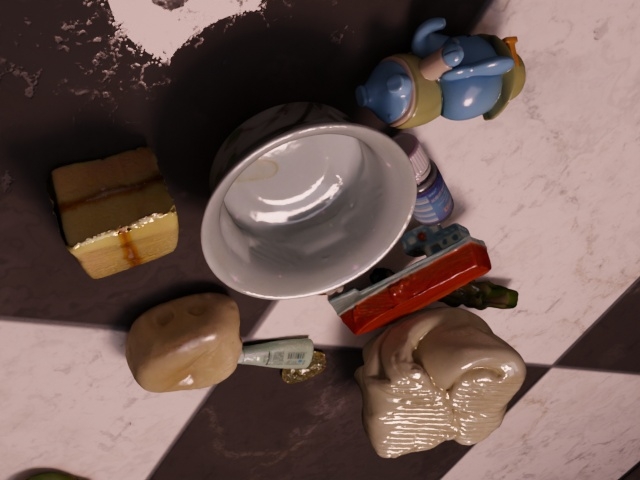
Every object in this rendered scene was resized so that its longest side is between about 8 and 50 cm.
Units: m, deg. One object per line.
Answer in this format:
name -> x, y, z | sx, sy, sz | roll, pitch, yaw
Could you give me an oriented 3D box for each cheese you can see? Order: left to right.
cheese -> -0.242, 0.198, 1.622 | 0.235, 0.117, 0.218 | -35, 142, 14

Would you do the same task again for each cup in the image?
cup -> -0.038, -0.083, 1.384 | 0.347, 0.163, 0.347 | -14, 136, -14

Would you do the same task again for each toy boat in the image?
toy boat -> 0.160, 0.067, 1.714 | 0.332, 0.133, 0.145 | -31, 161, 22

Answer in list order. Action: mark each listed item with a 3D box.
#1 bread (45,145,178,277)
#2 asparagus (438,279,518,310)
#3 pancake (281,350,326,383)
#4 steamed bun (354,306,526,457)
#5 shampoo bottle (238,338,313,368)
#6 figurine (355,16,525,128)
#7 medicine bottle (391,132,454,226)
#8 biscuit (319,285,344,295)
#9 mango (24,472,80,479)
bread -> -0.293, 0.008, 1.346 | 0.168, 0.163, 0.264 | -21, 141, -10
asparagus -> 0.320, 0.113, 1.892 | 0.287, 0.080, 0.080 | 9, 129, -44
pancake -> -0.036, 0.275, 1.904 | 0.108, 0.017, 0.108 | -16, 139, -14
steamed bun -> 0.235, 0.285, 1.884 | 0.343, 0.255, 0.367 | 1, 130, -11
shampoo bottle -> -0.107, 0.235, 1.798 | 0.191, 0.041, 0.069 | 2, 118, -30
figurine -> 0.197, -0.252, 1.358 | 0.262, 0.153, 0.180 | -9, 149, -28
medicine bottle -> 0.173, -0.108, 1.554 | 0.083, 0.083, 0.203 | -33, 140, 6
biscuit -> 0.000, 0.000, 1.602 | 0.197, 0.049, 0.301 | -4, 135, -30
mango -> -0.559, 0.548, 1.845 | 0.122, 0.085, 0.191 | -40, 139, 9
